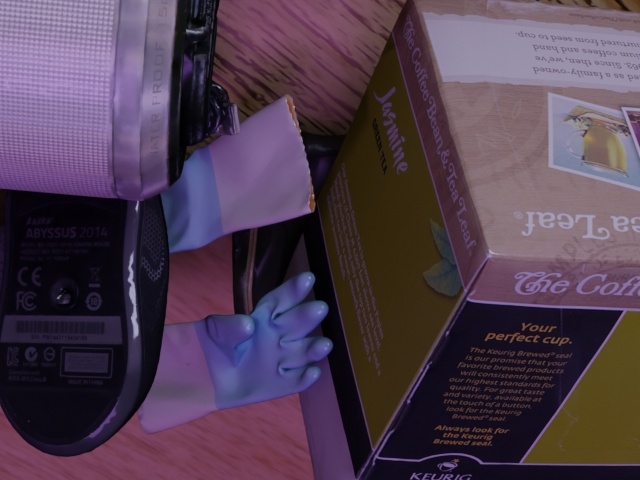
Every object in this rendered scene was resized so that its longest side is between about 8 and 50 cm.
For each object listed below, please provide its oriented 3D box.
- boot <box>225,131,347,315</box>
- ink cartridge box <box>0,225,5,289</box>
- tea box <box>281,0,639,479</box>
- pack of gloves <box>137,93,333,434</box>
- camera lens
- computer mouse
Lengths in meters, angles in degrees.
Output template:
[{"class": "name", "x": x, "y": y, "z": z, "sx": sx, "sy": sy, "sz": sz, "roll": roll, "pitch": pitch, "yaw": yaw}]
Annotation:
[{"class": "boot", "x": 0.000, "y": 0.000, "z": 1.248, "sx": 0.137, "sy": 0.077, "sz": 0.198, "roll": -3, "pitch": 136, "yaw": -2}, {"class": "ink cartridge box", "x": -0.389, "y": 0.051, "z": 1.281, "sx": 0.385, "sy": 0.091, "sz": 0.308, "roll": -12, "pitch": 151, "yaw": 37}, {"class": "tea box", "x": 0.180, "y": 0.032, "z": 1.112, "sx": 0.329, "sy": 0.220, "sz": 0.323, "roll": 3, "pitch": 141, "yaw": -20}, {"class": "pack of gloves", "x": -0.088, "y": 0.025, "z": 1.169, "sx": 0.046, "sy": 0.195, "sz": 0.232, "roll": -6, "pitch": 170, "yaw": -43}, {"class": "camera lens", "x": -0.201, "y": -0.141, "z": 1.007, "sx": 0.274, "sy": 0.219, "sz": 0.219, "roll": 5, "pitch": 135, "yaw": -2}, {"class": "computer mouse", "x": -0.153, "y": 0.015, "z": 1.162, "sx": 0.188, "sy": 0.272, "sz": 0.072, "roll": 5, "pitch": 175, "yaw": 22}]
